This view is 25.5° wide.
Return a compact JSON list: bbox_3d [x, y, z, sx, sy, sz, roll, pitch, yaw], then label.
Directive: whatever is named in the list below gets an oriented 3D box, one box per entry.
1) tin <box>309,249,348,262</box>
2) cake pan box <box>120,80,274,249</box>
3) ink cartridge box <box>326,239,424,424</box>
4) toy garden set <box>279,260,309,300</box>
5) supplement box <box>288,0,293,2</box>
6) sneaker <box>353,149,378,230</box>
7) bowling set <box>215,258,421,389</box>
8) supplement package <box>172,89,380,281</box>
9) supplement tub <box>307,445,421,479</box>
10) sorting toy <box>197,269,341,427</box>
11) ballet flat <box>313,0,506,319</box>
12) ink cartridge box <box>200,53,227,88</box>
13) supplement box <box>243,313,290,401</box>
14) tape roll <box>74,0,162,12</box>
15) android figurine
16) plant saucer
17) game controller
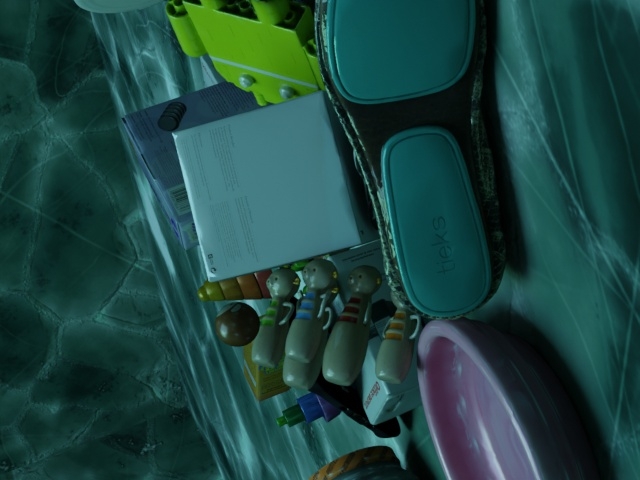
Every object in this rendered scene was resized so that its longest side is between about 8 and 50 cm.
[{"bbox_3d":[0.000,0.000,2.154,0.190,0.040,0.106,-123,15,-47],"label":"tin"},{"bbox_3d":[-0.131,-0.124,2.057,0.070,0.245,0.267,80,163,-47],"label":"cake pan box"},{"bbox_3d":[0.077,0.125,1.912,0.153,0.087,0.208,108,141,-68],"label":"ink cartridge box"},{"bbox_3d":[-0.041,0.066,2.278,0.244,0.049,0.204,63,173,3],"label":"toy garden set"},{"bbox_3d":[-0.123,-0.422,1.857,0.191,0.129,0.194,103,145,-65],"label":"supplement box"},{"bbox_3d":[0.068,-0.098,1.696,0.077,0.072,0.178,-109,14,-51],"label":"sneaker"},{"bbox_3d":[-0.014,0.078,1.711,0.287,0.200,0.154,-11,59,56],"label":"bowling set"},{"bbox_3d":[-0.047,-0.068,1.772,0.149,0.203,0.194,-12,-92,-73],"label":"supplement package"},{"bbox_3d":[0.103,0.471,2.061,0.193,0.193,0.316,95,152,-59],"label":"supplement tub"},{"bbox_3d":[-0.093,0.157,2.286,0.365,0.126,0.127,60,170,32],"label":"sorting toy"},{"bbox_3d":[0.089,-0.150,1.405,0.182,0.164,0.483,-93,-9,-59],"label":"ballet flat"},{"bbox_3d":[-0.148,-0.233,2.349,0.150,0.063,0.109,85,160,-44],"label":"ink cartridge box"},{"bbox_3d":[-0.104,0.227,2.779,0.233,0.078,0.080,92,155,-57],"label":"supplement box"},{"bbox_3d":[-0.295,-0.485,2.202,0.246,0.246,0.169,116,133,-71],"label":"tape roll"},{"bbox_3d":[-0.077,-0.249,1.818,0.248,0.056,0.273,19,157,21],"label":"android figurine"},{"bbox_3d":[0.211,0.231,1.546,0.332,0.084,0.332,160,90,-76],"label":"plant saucer"},{"bbox_3d":[0.026,0.183,2.011,0.166,0.067,0.319,54,-173,32],"label":"game controller"}]
